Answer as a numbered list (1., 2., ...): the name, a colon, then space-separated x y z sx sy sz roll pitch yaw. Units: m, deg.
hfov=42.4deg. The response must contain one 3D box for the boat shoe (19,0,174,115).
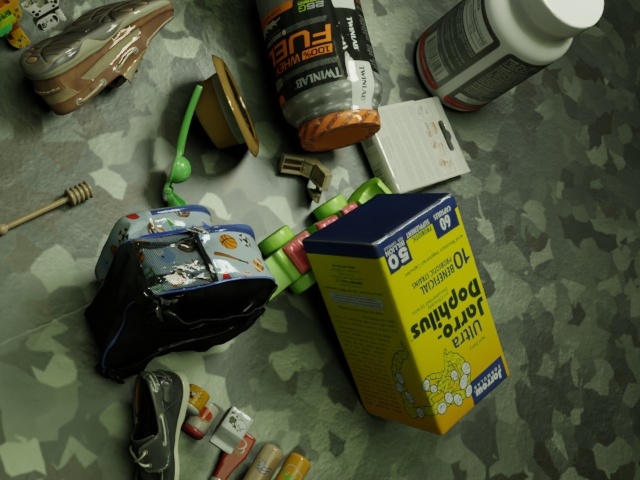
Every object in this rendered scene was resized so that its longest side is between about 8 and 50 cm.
1. boat shoe: -0.360 -0.317 1.388 0.324 0.123 0.117 -46 133 -39

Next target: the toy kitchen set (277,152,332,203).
1. toy kitchen set: -0.032 -0.110 1.522 0.075 0.083 0.068 6 114 -27

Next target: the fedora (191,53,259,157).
1. fedora: -0.173 -0.225 1.448 0.079 0.194 0.194 -22 86 3

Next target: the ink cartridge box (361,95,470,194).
1. ink cartridge box: 0.186 -0.191 1.679 0.224 0.056 0.181 -18 84 -42

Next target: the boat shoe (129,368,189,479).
1. boat shoe: -0.258 0.311 1.240 0.079 0.084 0.233 13 81 -53

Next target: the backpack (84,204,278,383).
1. backpack: -0.211 0.073 1.273 0.263 0.276 0.213 -3 63 -32

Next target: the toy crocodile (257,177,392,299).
1. toy crocodile: 0.000 0.000 1.481 0.340 0.105 0.115 -34 93 -31

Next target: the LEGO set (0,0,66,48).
1. LEGO set: -0.508 -0.322 1.311 0.227 0.093 0.087 -33 55 -6

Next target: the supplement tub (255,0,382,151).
1. supplement tub: 0.002 -0.338 1.532 0.193 0.193 0.316 -9 79 -30

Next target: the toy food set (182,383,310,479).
1. toy food set: -0.144 0.336 1.299 0.232 0.111 0.105 36 63 -7

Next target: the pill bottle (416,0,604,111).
1. pill bottle: 0.372 -0.419 1.657 0.210 0.363 0.210 8 72 -27

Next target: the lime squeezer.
1. lime squeezer: -0.215 -0.097 1.388 0.059 0.109 0.311 -33 111 -71

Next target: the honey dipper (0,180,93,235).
1. honey dipper: -0.435 -0.047 1.303 0.160 0.030 0.031 -32 92 -30

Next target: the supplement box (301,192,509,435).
1. supplement box: 0.150 0.118 1.417 0.194 0.195 0.357 -32 111 -32
